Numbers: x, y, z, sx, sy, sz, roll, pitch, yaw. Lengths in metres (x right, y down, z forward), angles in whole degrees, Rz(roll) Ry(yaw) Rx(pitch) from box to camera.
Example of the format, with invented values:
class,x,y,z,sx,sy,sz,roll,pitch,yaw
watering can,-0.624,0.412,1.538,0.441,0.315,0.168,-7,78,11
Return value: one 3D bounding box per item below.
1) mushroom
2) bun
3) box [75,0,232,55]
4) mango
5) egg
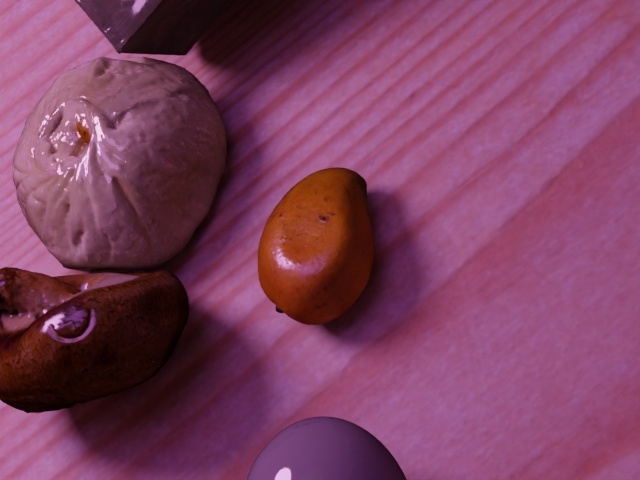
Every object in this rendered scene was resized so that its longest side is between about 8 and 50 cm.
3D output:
class,x,y,z,sx,sy,sz,roll,pitch,yaw
mushroom,-0.226,0.096,1.539,0.231,0.194,0.138,-2,86,56
bun,-0.208,-0.088,1.651,0.244,0.153,0.244,-9,58,15
box,-0.147,-0.323,1.674,0.231,0.155,0.149,-45,76,19
mango,-0.006,0.003,1.528,0.115,0.089,0.165,-18,52,15
egg,0.008,0.241,1.340,0.146,0.146,0.199,-16,63,19
